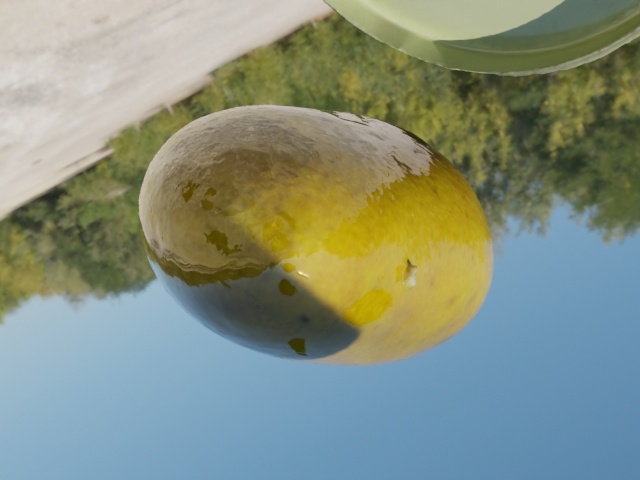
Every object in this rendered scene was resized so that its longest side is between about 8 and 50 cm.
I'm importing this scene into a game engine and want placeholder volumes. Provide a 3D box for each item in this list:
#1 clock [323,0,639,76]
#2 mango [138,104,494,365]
[{"bbox_3d":[0.067,-0.178,0.405,0.235,0.235,0.029,-19,-153,45],"label":"clock"},{"bbox_3d":[0.000,0.000,0.781,0.445,0.302,0.220,-39,151,-78],"label":"mango"}]
